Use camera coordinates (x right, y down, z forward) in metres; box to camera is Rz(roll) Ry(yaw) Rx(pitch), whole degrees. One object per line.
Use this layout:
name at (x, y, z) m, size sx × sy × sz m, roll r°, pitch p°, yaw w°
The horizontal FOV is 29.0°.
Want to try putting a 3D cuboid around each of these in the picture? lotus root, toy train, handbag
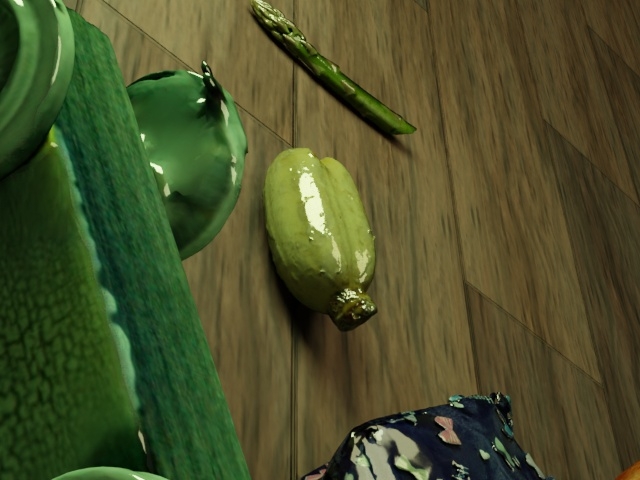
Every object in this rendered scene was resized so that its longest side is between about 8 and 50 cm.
lotus root at (-0.001, 0.001, 1.029) m, size 0.090 × 0.077 × 0.183 m, roll 17°, pitch 42°, yaw -38°
toy train at (-0.145, 0.086, 0.524) m, size 0.179 × 0.272 × 0.442 m, roll 33°, pitch 32°, yaw -58°
handbag at (0.094, 0.208, 0.917) m, size 0.260 × 0.113 × 0.162 m, roll -7°, pitch 59°, yaw -57°

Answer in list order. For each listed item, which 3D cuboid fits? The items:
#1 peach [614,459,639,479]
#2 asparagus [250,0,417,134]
peach at (0.373, 0.300, 1.124) m, size 0.256 × 0.232 × 0.232 m, roll 15°, pitch 47°, yaw -53°
asparagus at (0.014, -0.173, 1.290) m, size 0.236 × 0.027 × 0.034 m, roll 37°, pitch 28°, yaw -28°
